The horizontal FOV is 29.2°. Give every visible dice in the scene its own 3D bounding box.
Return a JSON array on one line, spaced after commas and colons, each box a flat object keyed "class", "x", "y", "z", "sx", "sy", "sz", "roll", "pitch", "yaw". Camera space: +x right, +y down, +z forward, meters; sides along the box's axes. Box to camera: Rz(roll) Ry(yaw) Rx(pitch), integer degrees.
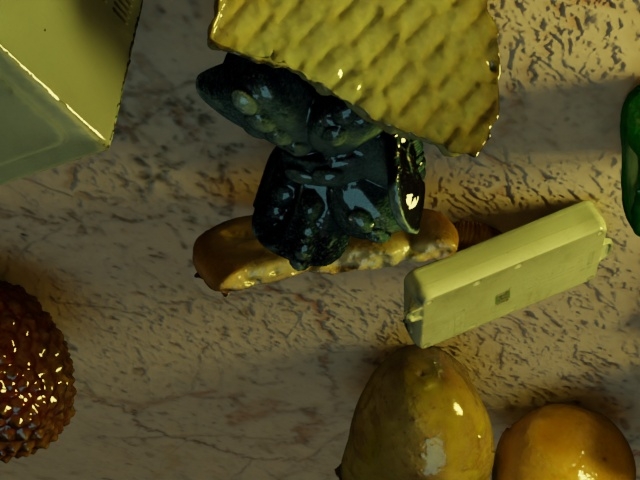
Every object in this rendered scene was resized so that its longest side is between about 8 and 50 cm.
[{"class": "dice", "x": 0.365, "y": -0.081, "z": 1.236, "sx": 0.120, "sy": 0.131, "sz": 0.128, "roll": -3, "pitch": 143, "yaw": 10}]

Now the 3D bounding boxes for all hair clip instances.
[{"class": "hair clip", "x": 0.013, "y": -0.107, "z": 1.229, "sx": 0.206, "sy": 0.195, "sz": 0.310, "roll": 7, "pitch": 147, "yaw": 18}]

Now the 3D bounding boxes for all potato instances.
[{"class": "potato", "x": 0.146, "y": 0.260, "z": 1.709, "sx": 0.229, "sy": 0.229, "sz": 0.266, "roll": 9, "pitch": 135, "yaw": -3}]

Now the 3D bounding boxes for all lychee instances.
[{"class": "lychee", "x": -0.448, "y": 0.177, "z": 1.631, "sx": 0.267, "sy": 0.268, "sz": 0.267, "roll": 5, "pitch": 146, "yaw": 3}]

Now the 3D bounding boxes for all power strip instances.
[{"class": "power strip", "x": 0.210, "y": 0.042, "z": 1.414, "sx": 0.270, "sy": 0.046, "sz": 0.118, "roll": -22, "pitch": 147, "yaw": -12}]

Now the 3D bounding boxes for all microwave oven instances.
[{"class": "microwave oven", "x": -0.383, "y": -0.191, "z": 1.128, "sx": 0.354, "sy": 0.219, "sz": 0.286, "roll": -16, "pitch": 141, "yaw": 28}]

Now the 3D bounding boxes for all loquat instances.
[{"class": "loquat", "x": 0.351, "y": 0.341, "z": 1.785, "sx": 0.208, "sy": 0.208, "sz": 0.208, "roll": 5, "pitch": 146, "yaw": 3}]

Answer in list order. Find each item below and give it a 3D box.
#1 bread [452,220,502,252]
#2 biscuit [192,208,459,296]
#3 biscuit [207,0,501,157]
[{"class": "bread", "x": 0.182, "y": 0.009, "z": 1.466, "sx": 0.085, "sy": 0.053, "sz": 0.085, "roll": 8, "pitch": 143, "yaw": 6}, {"class": "biscuit", "x": 0.001, "y": -0.002, "z": 1.403, "sx": 0.299, "sy": 0.154, "sz": 0.045, "roll": -9, "pitch": 117, "yaw": -3}, {"class": "biscuit", "x": 0.050, "y": -0.197, "z": 1.093, "sx": 0.273, "sy": 0.187, "sz": 0.036, "roll": 26, "pitch": 172, "yaw": -10}]
